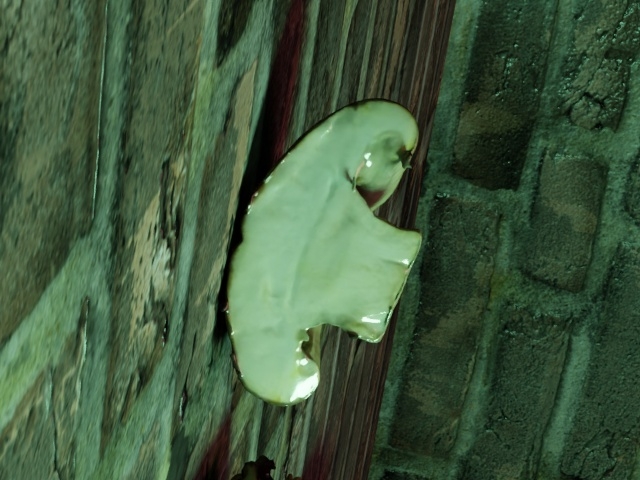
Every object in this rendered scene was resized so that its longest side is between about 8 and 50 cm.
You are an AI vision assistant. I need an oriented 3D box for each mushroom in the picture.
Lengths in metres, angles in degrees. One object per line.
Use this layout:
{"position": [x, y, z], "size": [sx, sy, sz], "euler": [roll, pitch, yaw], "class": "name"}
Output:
{"position": [0.000, 0.000, 1.407], "size": [0.151, 0.156, 0.286], "euler": [-103, -144, -80], "class": "mushroom"}

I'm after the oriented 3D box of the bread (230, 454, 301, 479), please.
{"position": [-0.063, 0.396, 1.480], "size": [0.277, 0.167, 0.324], "euler": [-59, 162, -67], "class": "bread"}
